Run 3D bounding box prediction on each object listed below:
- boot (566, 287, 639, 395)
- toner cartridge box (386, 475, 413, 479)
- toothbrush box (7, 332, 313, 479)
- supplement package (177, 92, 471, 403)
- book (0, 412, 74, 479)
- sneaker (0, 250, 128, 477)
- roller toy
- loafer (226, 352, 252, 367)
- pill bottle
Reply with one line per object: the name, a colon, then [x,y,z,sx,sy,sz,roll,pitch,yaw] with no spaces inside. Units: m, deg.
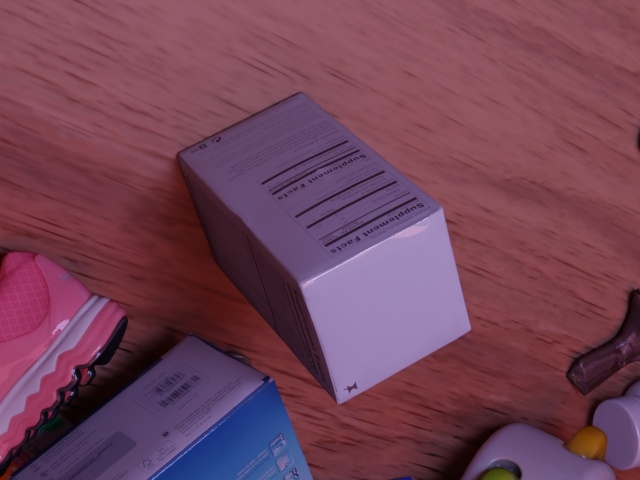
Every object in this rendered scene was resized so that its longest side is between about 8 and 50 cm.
boot: [0.332,0.119,1.613,0.114,0.037,0.106,-26,125,-11]
toner cartridge box: [0.019,0.438,1.581,0.165,0.075,0.348,-3,118,-29]
toothbrush box: [-0.114,0.271,1.278,0.216,0.126,0.295,-39,128,-25]
supplement package: [0.000,0.000,1.198,0.134,0.244,0.139,-28,129,-14]
book: [-0.301,0.198,1.274,0.144,0.035,0.096,-45,132,-4]
sneaker: [-0.309,0.140,1.188,0.136,0.116,0.314,43,85,3]
roller toy: [0.239,0.312,1.559,0.209,0.146,0.191,-34,138,-46]
loafer: [-0.121,0.167,1.350,0.148,0.050,0.056,-39,130,-6]
pill bottle: [0.423,0.213,1.671,0.186,0.112,0.112,-8,121,-28]
